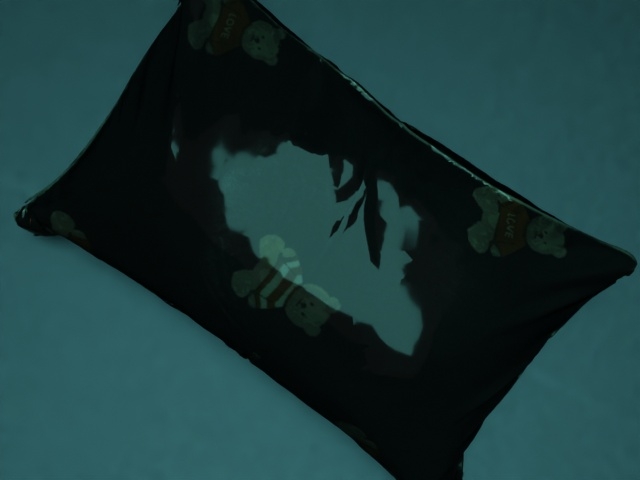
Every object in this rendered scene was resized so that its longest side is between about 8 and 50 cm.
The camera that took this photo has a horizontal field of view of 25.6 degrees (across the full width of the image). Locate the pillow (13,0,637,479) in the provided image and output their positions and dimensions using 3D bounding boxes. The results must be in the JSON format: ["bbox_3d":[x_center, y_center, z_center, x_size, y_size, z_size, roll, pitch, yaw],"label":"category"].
[{"bbox_3d":[0.000,0.000,0.384,0.150,0.048,0.090,36,82,1],"label":"pillow"}]
